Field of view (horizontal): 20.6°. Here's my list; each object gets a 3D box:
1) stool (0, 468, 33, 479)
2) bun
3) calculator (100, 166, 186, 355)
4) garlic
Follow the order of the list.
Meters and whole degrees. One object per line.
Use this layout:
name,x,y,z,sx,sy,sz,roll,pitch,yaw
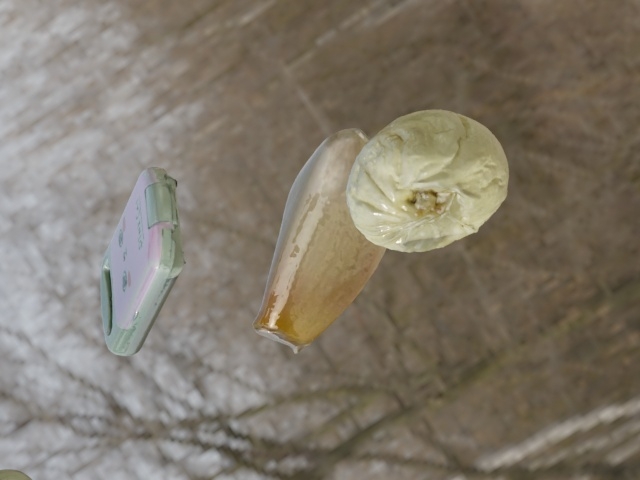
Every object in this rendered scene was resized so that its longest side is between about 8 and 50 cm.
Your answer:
stool,-0.341,0.398,2.082,0.198,0.195,0.195,26,141,26
bun,0.123,-0.061,1.965,0.111,0.188,0.164,-123,40,-54
calculator,-0.201,0.027,1.971,0.246,0.045,0.141,121,148,-50
garlic,0.008,0.001,2.335,0.143,0.318,0.112,14,-170,-31
